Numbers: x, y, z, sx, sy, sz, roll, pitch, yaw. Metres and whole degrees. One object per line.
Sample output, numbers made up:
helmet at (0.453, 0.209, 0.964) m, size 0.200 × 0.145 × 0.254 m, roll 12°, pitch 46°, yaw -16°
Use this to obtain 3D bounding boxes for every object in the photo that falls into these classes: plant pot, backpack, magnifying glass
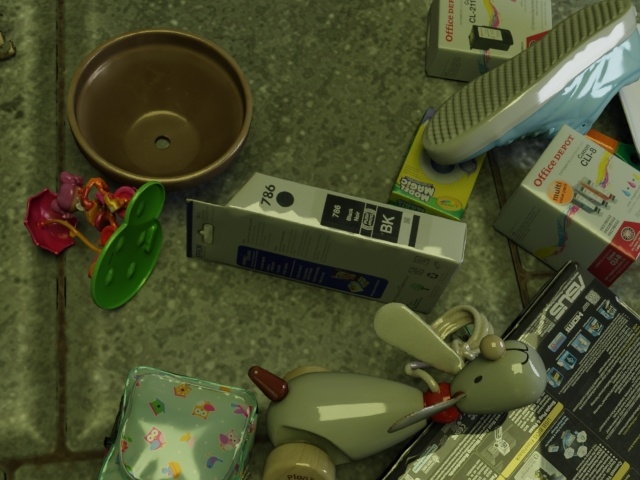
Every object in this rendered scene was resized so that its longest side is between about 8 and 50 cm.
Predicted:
plant pot at (-0.210, -0.156, 1.218) m, size 0.237 × 0.110 × 0.237 m, roll 3°, pitch 65°, yaw -6°
backpack at (-0.161, 0.245, 1.016) m, size 0.166 × 0.144 × 0.188 m, roll 15°, pitch 71°, yaw -6°
magnifying glass at (0.454, -0.121, 1.345) m, size 0.231 × 0.026 × 0.092 m, roll 28°, pitch 64°, yaw 4°

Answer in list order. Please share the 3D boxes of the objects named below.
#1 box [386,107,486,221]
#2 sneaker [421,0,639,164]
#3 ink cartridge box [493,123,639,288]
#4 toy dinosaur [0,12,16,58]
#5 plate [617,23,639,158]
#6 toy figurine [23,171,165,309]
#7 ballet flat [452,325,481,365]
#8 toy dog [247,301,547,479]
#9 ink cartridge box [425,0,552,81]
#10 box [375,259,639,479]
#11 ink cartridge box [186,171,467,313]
box at (0.163, -0.091, 1.278) m, size 0.105 × 0.043 × 0.179 m, roll 23°, pitch 65°, yaw 3°
sneaker at (0.312, -0.182, 1.263) m, size 0.366 × 0.135 × 0.150 m, roll -34°, pitch 116°, yaw -10°
ink cartridge box at (0.349, -0.040, 1.231) m, size 0.176 × 0.127 × 0.128 m, roll 35°, pitch 65°, yaw 10°
toy dinosaur at (-0.478, -0.264, 1.275) m, size 0.092 × 0.053 × 0.183 m, roll -17°, pitch 60°, yaw 1°
plate at (0.566, -0.215, 1.379) m, size 0.278 × 0.045 × 0.277 m, roll -2°, pitch 58°, yaw -10°
toy figurine at (-0.291, -0.026, 1.132) m, size 0.159 × 0.173 × 0.130 m, roll 27°, pitch 20°, yaw 18°
ballet flat at (0.193, 0.144, 1.171) m, size 0.041 × 0.041 × 0.114 m, roll -29°, pitch 71°, yaw -20°
toy dog at (0.056, 0.156, 1.002) m, size 0.333 × 0.161 × 0.220 m, roll -33°, pitch 31°, yaw 1°
ink cartridge box at (0.252, -0.305, 1.376) m, size 0.175 × 0.072 × 0.127 m, roll 7°, pitch 64°, yaw -5°
box at (0.289, 0.266, 1.069) m, size 0.318 × 0.097 × 0.395 m, roll 41°, pitch 71°, yaw 10°
ink cartridge box at (0.000, 0.000, 1.142) m, size 0.332 × 0.165 × 0.065 m, roll 13°, pitch 63°, yaw -3°
